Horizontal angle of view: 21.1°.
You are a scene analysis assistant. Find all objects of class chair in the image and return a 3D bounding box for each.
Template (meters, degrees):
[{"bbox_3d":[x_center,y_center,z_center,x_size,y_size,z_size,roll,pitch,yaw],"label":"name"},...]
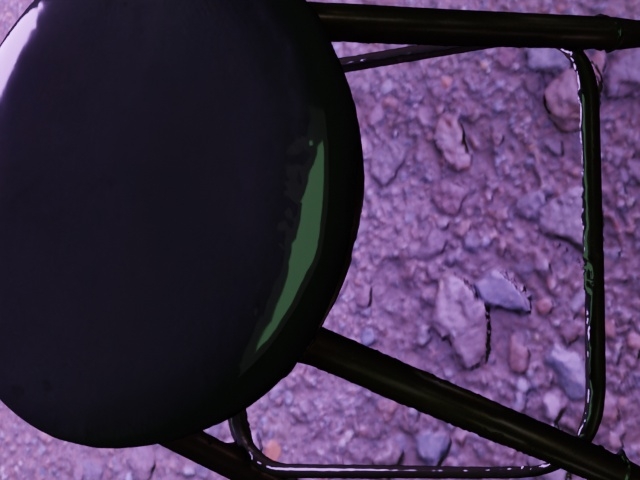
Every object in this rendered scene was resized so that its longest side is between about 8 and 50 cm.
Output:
[{"bbox_3d":[0.000,0.000,1.147,0.365,0.410,0.361,-5,80,34],"label":"chair"}]
